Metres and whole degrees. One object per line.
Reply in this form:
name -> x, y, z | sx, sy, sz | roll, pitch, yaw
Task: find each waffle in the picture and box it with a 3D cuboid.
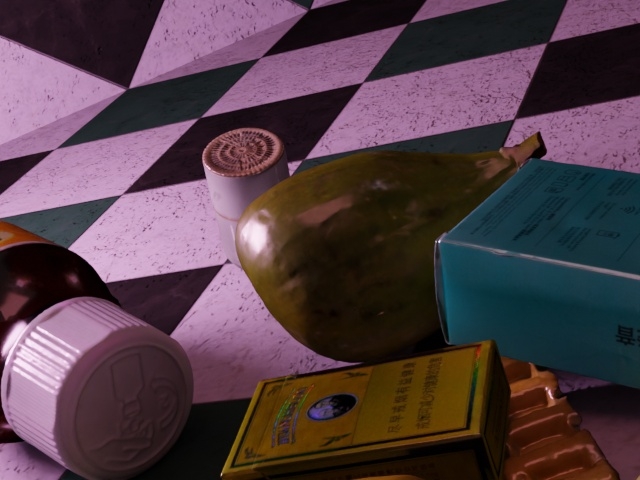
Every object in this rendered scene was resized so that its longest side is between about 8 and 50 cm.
waffle -> 0.116, 0.194, 1.012 | 0.221, 0.055, 0.248 | -20, 22, 1

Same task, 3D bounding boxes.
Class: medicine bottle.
medicine bottle -> -0.307, 0.118, 1.332 | 0.395, 0.242, 0.242 | 15, 39, 42

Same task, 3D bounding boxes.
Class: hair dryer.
hair dryer -> 0.000, 0.000, 1.491 | 0.108, 0.173, 0.357 | -37, 46, -27

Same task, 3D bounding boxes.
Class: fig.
fig -> 0.074, 0.004, 1.243 | 0.314, 0.233, 0.233 | -19, 20, 31

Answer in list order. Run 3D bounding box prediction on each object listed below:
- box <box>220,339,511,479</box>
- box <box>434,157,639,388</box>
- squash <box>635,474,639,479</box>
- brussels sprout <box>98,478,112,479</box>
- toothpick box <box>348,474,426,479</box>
box -> 0.041, 0.159, 1.000 | 0.220, 0.064, 0.141 | -13, 24, 20
box -> 0.285, 0.032, 1.084 | 0.312, 0.118, 0.205 | 11, 33, 32
squash -> 0.241, 0.203, 0.796 | 0.287, 0.137, 0.137 | -33, 25, -24
brussels sprout -> -0.187, 0.255, 1.125 | 0.085, 0.058, 0.085 | 0, -5, 0
toothpick box -> -0.039, 0.261, 0.834 | 0.271, 0.175, 0.175 | -12, 23, 26
